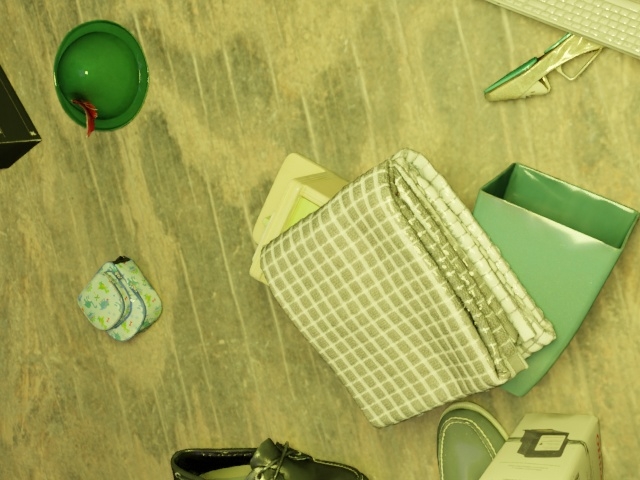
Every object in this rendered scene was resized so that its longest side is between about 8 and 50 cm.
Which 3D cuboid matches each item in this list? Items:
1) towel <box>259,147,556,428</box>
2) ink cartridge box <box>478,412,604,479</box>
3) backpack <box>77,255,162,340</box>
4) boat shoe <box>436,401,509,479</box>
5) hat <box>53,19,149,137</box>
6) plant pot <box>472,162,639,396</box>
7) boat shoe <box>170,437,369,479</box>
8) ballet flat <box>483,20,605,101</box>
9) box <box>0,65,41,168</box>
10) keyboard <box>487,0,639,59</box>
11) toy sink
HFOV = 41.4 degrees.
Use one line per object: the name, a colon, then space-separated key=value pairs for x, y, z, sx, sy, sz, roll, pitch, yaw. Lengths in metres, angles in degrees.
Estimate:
towel: x=0.086 y=0.069 z=0.965 sx=0.235 sy=0.121 sz=0.283 roll=-36 pitch=89 yaw=39
ink cartridge box: x=0.274 y=0.328 z=1.020 sx=0.100 sy=0.237 sz=0.171 roll=-3 pitch=98 yaw=28
backpack: x=-0.317 y=0.099 z=1.331 sx=0.114 sy=0.084 sz=0.105 roll=49 pitch=117 yaw=6
boat shoe: x=0.217 y=0.378 z=1.129 sx=0.116 sy=0.099 sz=0.319 roll=-10 pitch=95 yaw=27
hat: x=-0.367 y=-0.242 z=1.237 sx=0.209 sy=0.184 sz=0.172 roll=4 pitch=101 yaw=24
plant pot: x=0.253 y=0.056 z=1.028 sx=0.166 sy=0.165 sz=0.234 roll=25 pitch=116 yaw=19
boat shoe: x=-0.084 y=0.346 z=1.247 sx=0.340 sy=0.127 sz=0.113 roll=-7 pitch=108 yaw=35
ballet flat: x=0.277 y=-0.206 z=1.025 sx=0.168 sy=0.057 sz=0.052 roll=-34 pitch=94 yaw=26
box: x=-0.593 y=-0.240 z=1.341 sx=0.103 sy=0.184 sz=0.261 roll=-32 pitch=85 yaw=28
keyboard: x=0.292 y=-0.277 z=0.991 sx=0.256 sy=0.014 sz=0.072 roll=30 pitch=75 yaw=24
toy sink: x=0.000 y=0.000 z=1.143 sx=0.234 sy=0.131 sz=0.152 roll=32 pitch=110 yaw=16
